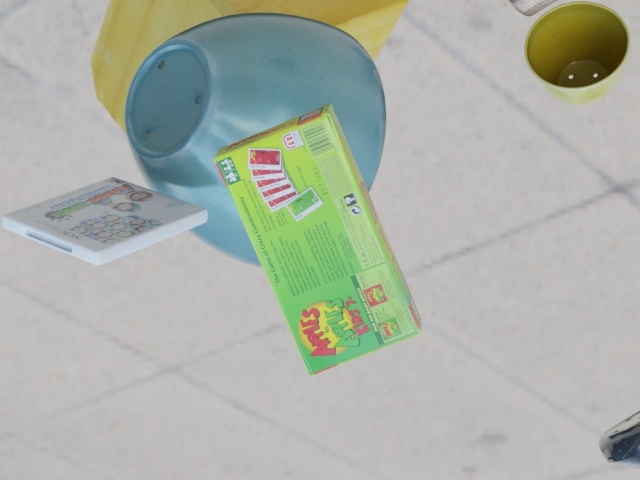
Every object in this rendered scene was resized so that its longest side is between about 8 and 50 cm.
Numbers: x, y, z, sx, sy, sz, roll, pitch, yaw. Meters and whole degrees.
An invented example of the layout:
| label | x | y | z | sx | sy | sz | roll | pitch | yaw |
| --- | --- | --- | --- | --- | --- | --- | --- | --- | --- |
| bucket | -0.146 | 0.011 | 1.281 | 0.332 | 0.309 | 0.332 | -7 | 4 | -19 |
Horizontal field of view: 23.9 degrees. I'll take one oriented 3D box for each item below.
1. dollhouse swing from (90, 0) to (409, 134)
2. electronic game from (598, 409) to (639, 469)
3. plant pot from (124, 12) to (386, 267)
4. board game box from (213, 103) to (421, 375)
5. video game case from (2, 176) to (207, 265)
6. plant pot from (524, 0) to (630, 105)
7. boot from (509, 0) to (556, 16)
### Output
| label | x | y | z | sx | sy | sz | roll | pitch | yaw |
| --- | --- | --- | --- | --- | --- | --- | --- | --- | --- |
| dollhouse swing | -0.111 | -0.280 | 2.056 | 0.315 | 0.347 | 0.305 | -24 | 148 | -27 |
| electronic game | 0.258 | 0.066 | 0.833 | 0.229 | 0.048 | 0.229 | -27 | 171 | -5 |
| plant pot | -0.100 | -0.131 | 1.669 | 0.290 | 0.290 | 0.195 | -21 | 155 | 35 |
| board game box | 0.000 | 0.000 | 1.131 | 0.092 | 0.043 | 0.181 | -21 | 102 | 9 |
| video game case | -0.220 | -0.023 | 1.552 | 0.143 | 0.157 | 0.019 | 18 | 118 | 35 |
| plant pot | 0.338 | -0.228 | 1.960 | 0.134 | 0.134 | 0.095 | -4 | 153 | 15 |
| boot | 0.302 | -0.444 | 1.895 | 0.109 | 0.283 | 0.220 | 23 | 134 | -38 |
